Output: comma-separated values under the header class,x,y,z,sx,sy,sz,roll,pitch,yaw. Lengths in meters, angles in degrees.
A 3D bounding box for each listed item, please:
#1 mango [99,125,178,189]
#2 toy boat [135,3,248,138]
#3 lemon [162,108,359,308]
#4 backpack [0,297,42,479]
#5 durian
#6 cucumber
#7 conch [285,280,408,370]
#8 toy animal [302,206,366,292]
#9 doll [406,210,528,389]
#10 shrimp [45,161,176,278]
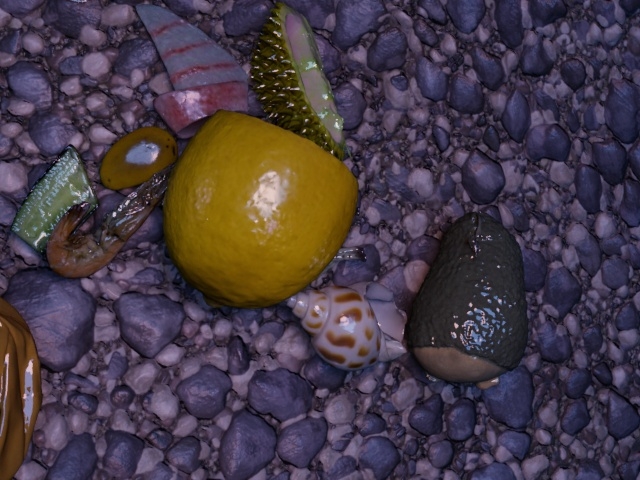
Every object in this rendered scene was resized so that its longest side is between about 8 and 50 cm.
class,x,y,z,sx,sy,sz,roll,pitch,yaw
mango,-0.349,-0.154,1.477,0.161,0.076,0.103,-31,102,-7
toy boat,-0.262,-0.351,1.522,0.206,0.096,0.282,-24,80,-23
lemon,-0.123,-0.037,1.394,0.364,0.364,0.364,1,86,-16
backpack,-0.653,0.261,1.297,0.353,0.201,0.378,2,89,-20
durian,-0.036,-0.315,1.540,0.169,0.158,0.352,-19,88,-28
cucumber,-0.478,-0.068,1.431,0.115,0.086,0.193,39,83,-9
conch,0.050,0.162,1.515,0.275,0.148,0.183,44,40,-41
toy animal,0.000,0.002,1.569,0.176,0.073,0.217,-6,84,-2
doll,0.307,0.119,1.566,0.247,0.247,0.350,16,72,-14
shrimp,-0.381,-0.049,1.405,0.058,0.169,0.296,41,89,26
